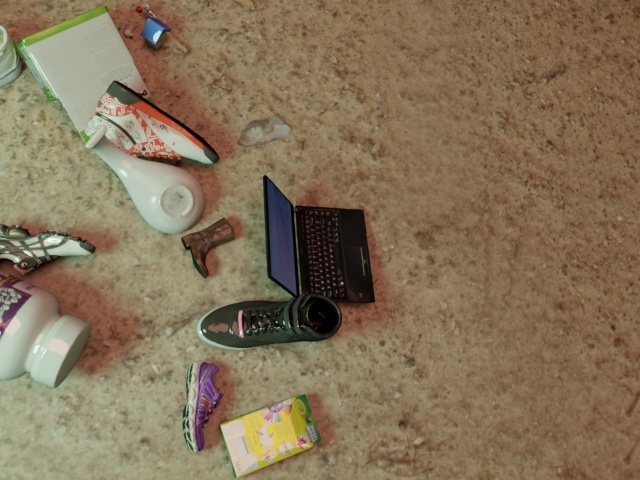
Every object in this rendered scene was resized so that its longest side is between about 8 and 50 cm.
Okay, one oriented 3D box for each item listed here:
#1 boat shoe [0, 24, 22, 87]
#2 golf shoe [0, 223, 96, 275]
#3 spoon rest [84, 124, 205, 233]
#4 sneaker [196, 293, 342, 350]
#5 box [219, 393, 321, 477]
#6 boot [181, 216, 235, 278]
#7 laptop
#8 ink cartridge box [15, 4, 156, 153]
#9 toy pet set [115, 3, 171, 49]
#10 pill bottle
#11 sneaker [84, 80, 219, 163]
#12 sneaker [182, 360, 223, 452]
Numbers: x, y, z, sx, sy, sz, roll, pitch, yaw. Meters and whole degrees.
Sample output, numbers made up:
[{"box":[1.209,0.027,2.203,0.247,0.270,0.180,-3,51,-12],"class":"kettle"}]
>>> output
[{"box":[-0.760,-0.316,1.129,0.367,0.156,0.136,-38,84,-25],"class":"boat shoe"},{"box":[-0.537,0.025,1.125,0.198,0.077,0.094,7,79,-7],"class":"golf shoe"},{"box":[-0.352,-0.124,1.190,0.276,0.084,0.137,44,76,-31],"class":"spoon rest"},{"box":[-0.092,0.154,1.161,0.295,0.147,0.105,1,71,-16],"class":"sneaker"},{"box":[-0.096,0.375,1.137,0.179,0.043,0.105,-16,75,-19],"class":"box"},{"box":[-0.221,0.013,1.238,0.114,0.037,0.106,-25,81,-28],"class":"boot"},{"box":[0.000,0.000,1.238,0.264,0.136,0.234,3,63,-16],"class":"laptop"},{"box":[-0.494,-0.342,1.263,0.189,0.097,0.255,-36,118,-25],"class":"ink cartridge box"},{"box":[-0.415,-0.495,1.348,0.114,0.065,0.122,36,65,-1],"class":"toy pet set"},{"box":[-0.568,0.138,1.013,0.301,0.169,0.169,25,65,-7],"class":"pill bottle"},{"box":[-0.362,-0.205,1.254,0.270,0.090,0.145,33,98,-29],"class":"sneaker"},{"box":[-0.221,0.313,1.110,0.071,0.068,0.170,10,67,-19],"class":"sneaker"}]
